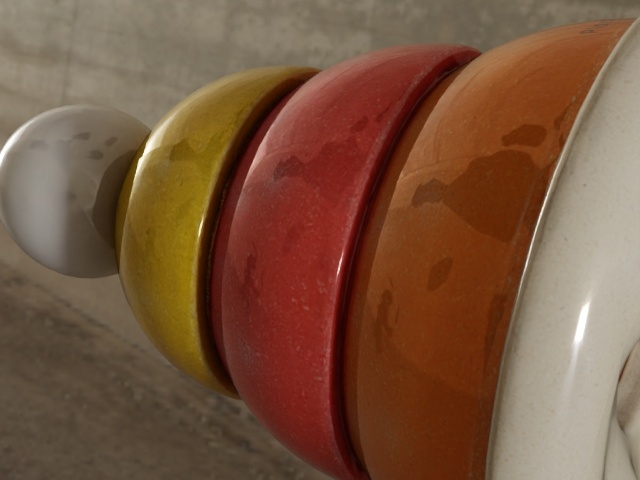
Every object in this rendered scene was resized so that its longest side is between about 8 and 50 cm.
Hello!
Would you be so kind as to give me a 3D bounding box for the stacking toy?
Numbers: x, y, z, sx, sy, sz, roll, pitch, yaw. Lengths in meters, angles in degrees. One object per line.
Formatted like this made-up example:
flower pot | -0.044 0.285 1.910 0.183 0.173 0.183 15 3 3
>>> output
stacking toy | 0.000 0.000 0.766 0.480 0.350 0.351 15 10 28
